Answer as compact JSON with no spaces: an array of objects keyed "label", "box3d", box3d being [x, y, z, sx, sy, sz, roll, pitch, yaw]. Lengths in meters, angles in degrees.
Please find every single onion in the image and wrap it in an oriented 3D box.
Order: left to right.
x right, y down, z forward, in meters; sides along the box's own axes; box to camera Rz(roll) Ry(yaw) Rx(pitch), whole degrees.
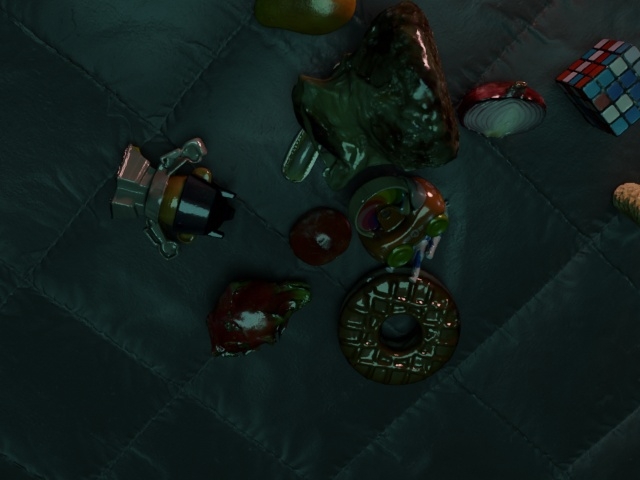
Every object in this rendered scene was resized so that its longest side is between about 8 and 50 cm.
[{"label":"onion","box3d":[0.423,-0.325,1.749,0.205,0.098,0.151,4,135,-12]}]

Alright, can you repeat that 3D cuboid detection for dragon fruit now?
[{"label":"dragon fruit","box3d":[-0.152,0.196,1.870,0.269,0.198,0.200,2,99,-20]}]

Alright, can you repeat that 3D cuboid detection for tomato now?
[{"label":"tomato","box3d":[0.000,0.000,1.847,0.159,0.091,0.139,-30,108,9]}]

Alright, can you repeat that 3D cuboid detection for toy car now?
[{"label":"toy car","box3d":[0.167,-0.070,1.758,0.235,0.145,0.235,-18,138,-17]}]

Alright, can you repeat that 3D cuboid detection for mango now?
[{"label":"mango","box3d":[-0.036,-0.521,1.654,0.227,0.099,0.136,-2,117,6]}]

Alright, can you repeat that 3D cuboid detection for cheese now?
[{"label":"cheese","box3d":[0.802,-0.073,1.837,0.123,0.167,0.094,23,105,-15]}]

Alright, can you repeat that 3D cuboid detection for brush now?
[{"label":"brush","box3d":[-0.002,-0.271,1.763,0.072,0.067,0.313,26,104,-12]}]

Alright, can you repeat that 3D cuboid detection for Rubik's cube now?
[{"label":"Rubik's cube","box3d":[0.668,-0.354,1.731,0.151,0.155,0.154,-41,108,9]}]

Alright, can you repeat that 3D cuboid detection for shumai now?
[{"label":"shumai","box3d":[0.107,-0.302,1.618,0.348,0.395,0.395,-11,111,16]}]

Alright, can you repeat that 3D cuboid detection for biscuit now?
[{"label":"biscuit","box3d":[0.201,0.222,1.936,0.331,0.103,0.332,-1,110,-3]}]

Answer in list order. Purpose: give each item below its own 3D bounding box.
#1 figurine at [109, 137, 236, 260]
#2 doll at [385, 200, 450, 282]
[{"label":"figurine","box3d":[-0.344,-0.094,1.762,0.308,0.143,0.309,5,125,7]},{"label":"doll","box3d":[0.251,-0.009,1.856,0.227,0.114,0.057,-55,131,-11]}]
